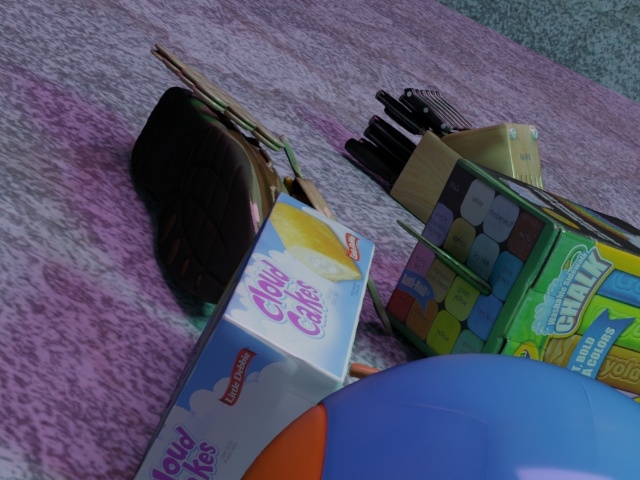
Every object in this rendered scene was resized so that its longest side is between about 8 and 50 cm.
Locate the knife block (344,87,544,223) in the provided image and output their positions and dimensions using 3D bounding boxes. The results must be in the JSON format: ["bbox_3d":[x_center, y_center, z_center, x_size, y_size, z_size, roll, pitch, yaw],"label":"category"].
[{"bbox_3d":[0.148,-0.057,1.792,0.088,0.242,0.276,-4,85,-57],"label":"knife block"}]

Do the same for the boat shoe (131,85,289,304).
[{"bbox_3d":[-0.078,-0.038,1.331,0.120,0.123,0.324,27,19,-28],"label":"boat shoe"}]

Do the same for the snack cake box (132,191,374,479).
[{"bbox_3d":[-0.042,0.085,1.033,0.089,0.152,0.264,29,19,-4],"label":"snack cake box"}]

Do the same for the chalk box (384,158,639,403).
[{"bbox_3d":[0.193,0.050,1.392,0.288,0.179,0.180,17,14,-32],"label":"chalk box"}]

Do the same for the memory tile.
[{"bbox_3d":[-0.099,-0.136,1.396,0.113,0.012,0.148,34,7,-36],"label":"memory tile"}]

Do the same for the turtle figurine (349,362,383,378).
[{"bbox_3d":[0.100,0.213,1.031,0.269,0.087,0.217,40,27,-2],"label":"turtle figurine"}]

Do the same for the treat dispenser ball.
[{"bbox_3d":[0.079,0.200,0.726,0.288,0.288,0.288,28,20,-11],"label":"treat dispenser ball"}]

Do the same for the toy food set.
[{"bbox_3d":[0.000,0.000,1.401,0.192,0.038,0.132,59,-4,30],"label":"toy food set"}]
